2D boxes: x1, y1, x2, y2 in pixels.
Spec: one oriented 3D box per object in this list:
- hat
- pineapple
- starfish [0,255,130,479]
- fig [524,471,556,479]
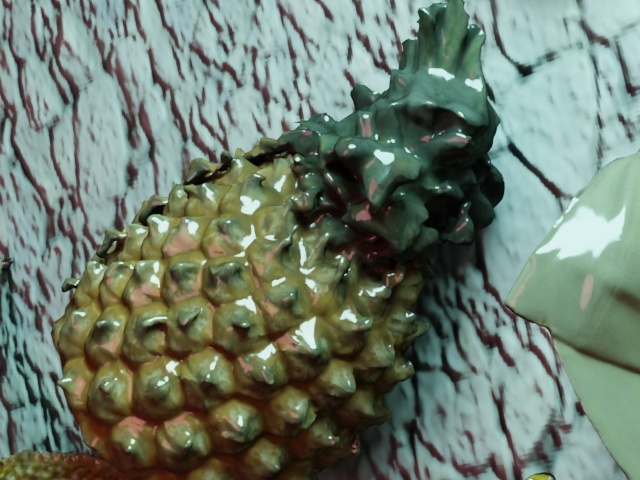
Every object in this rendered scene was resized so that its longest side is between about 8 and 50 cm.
[{"bbox_3d":[0.203,0.051,0.877,0.173,0.166,0.144,36,109,21],"label":"hat"},{"bbox_3d":[0.002,0.001,1.017,0.357,0.223,0.223,-48,59,18],"label":"pineapple"},{"bbox_3d":[-0.264,0.217,1.243,0.398,0.132,0.384,-64,35,25],"label":"starfish"},{"bbox_3d":[0.116,0.260,0.949,0.142,0.148,0.186,-32,28,49],"label":"fig"}]
